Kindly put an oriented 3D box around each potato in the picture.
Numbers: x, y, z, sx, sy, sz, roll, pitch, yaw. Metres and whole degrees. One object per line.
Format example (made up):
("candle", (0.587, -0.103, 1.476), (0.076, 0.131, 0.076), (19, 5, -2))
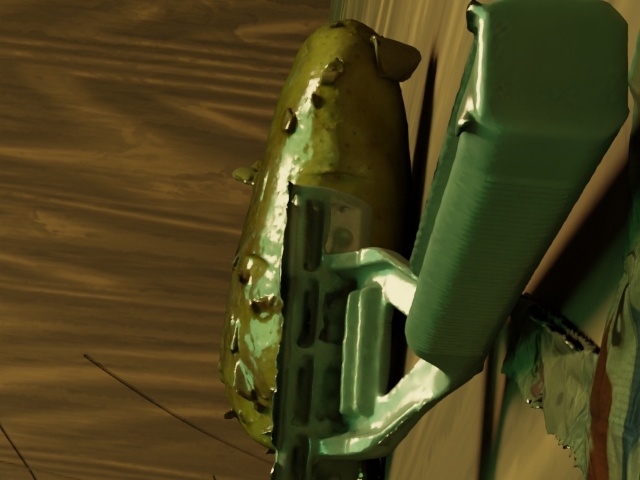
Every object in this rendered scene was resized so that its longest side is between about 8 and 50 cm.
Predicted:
("potato", (0.000, 0.000, 0.939), (0.117, 0.090, 0.225), (-154, 73, -72))

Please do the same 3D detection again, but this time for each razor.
("razor", (0.032, 0.006, 0.469), (0.278, 0.056, 0.111), (122, 153, -72))

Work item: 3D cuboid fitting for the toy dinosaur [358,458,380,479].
("toy dinosaur", (0.014, 0.125, 0.965), (0.058, 0.037, 0.180), (-54, 27, 33))

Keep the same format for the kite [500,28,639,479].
("kite", (0.055, 0.039, 0.363), (0.314, 0.011, 0.335), (178, 99, -88))
